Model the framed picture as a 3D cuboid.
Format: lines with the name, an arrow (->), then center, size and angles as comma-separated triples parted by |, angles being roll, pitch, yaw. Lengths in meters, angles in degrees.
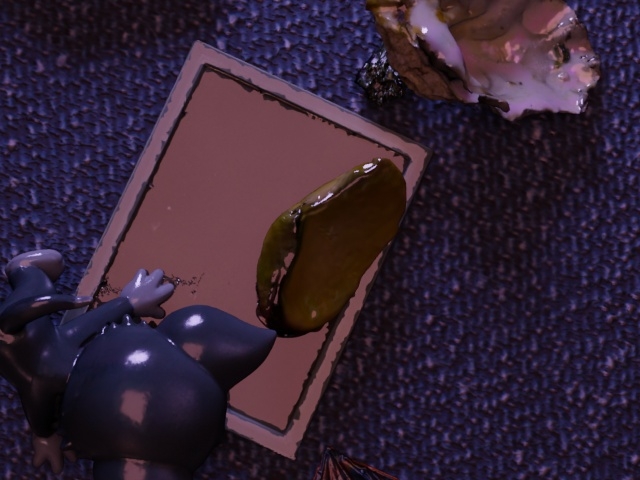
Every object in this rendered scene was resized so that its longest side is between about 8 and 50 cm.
framed picture -> -0.065, 0.008, 1.254 | 0.231, 0.018, 0.293 | 25, 86, -1

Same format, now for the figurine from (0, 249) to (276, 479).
figurine -> -0.178, 0.088, 1.171 | 0.265, 0.140, 0.193 | 42, 67, -23

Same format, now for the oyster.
oyster -> 0.142, -0.155, 1.239 | 0.209, 0.072, 0.132 | -14, 88, -32

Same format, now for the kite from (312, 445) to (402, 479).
kite -> 0.031, 0.265, 1.249 | 0.232, 0.009, 0.189 | -21, 89, -2

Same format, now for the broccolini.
broccolini -> 0.085, -0.216, 1.262 | 0.044, 0.042, 0.218 | 22, 85, -2

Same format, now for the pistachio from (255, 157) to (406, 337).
pistachio -> 0.000, 0.000, 1.224 | 0.089, 0.049, 0.173 | 39, 84, -25
